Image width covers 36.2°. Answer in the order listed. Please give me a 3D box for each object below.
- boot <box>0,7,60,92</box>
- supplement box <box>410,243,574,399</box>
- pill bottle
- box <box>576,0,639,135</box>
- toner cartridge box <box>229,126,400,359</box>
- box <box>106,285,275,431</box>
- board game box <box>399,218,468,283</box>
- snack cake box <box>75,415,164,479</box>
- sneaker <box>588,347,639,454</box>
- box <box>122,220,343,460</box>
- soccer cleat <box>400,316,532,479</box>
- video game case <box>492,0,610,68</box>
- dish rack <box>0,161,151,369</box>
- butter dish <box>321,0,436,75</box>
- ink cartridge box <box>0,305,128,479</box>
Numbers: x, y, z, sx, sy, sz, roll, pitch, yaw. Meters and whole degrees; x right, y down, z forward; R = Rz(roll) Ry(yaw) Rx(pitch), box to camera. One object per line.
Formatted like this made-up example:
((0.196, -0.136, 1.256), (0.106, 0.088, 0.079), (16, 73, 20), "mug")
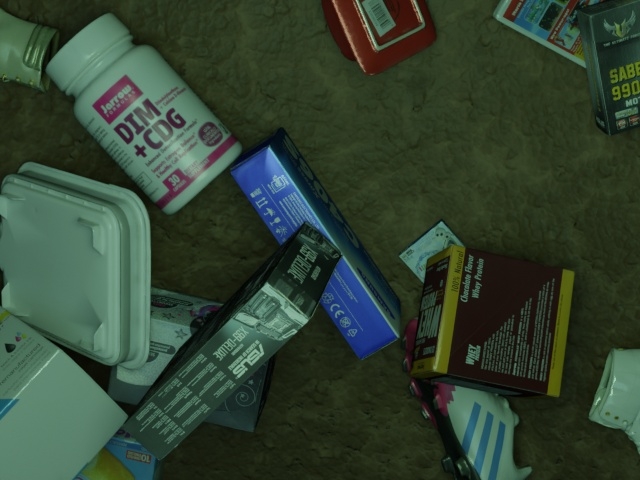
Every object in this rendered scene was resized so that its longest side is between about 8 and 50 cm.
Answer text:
((-0.506, -0.257, 1.521), (0.165, 0.077, 0.213), (22, 105, -3), "boot")
((0.256, 0.126, 1.474), (0.194, 0.129, 0.191), (12, 77, -8), "supplement box")
((-0.265, -0.190, 1.471), (0.160, 0.160, 0.283), (-40, 99, 15), "pill bottle")
((0.494, -0.271, 1.388), (0.231, 0.056, 0.183), (-17, 115, -1), "box")
((0.000, 0.000, 1.499), (0.075, 0.165, 0.348), (-32, 102, 14), "toner cartridge box")
((-0.200, 0.186, 1.586), (0.247, 0.142, 0.163), (13, 108, 2), "box")
((0.188, 0.027, 1.562), (0.090, 0.020, 0.090), (-40, 99, 15), "board game box")
((-0.406, 0.374, 1.691), (0.264, 0.089, 0.152), (12, 106, 3), "snack cake box")
((0.515, 0.309, 1.576), (0.169, 0.108, 0.292), (2, 97, 7), "sneaker")
((-0.115, 0.131, 1.347), (0.076, 0.242, 0.307), (43, 111, -6), "box")
((0.240, 0.265, 1.595), (0.143, 0.116, 0.331), (-22, 95, -21), "soccer cleat")
((0.415, -0.344, 1.391), (0.285, 0.025, 0.204), (24, 108, -17), "video game case")
((-0.397, 0.041, 1.513), (0.333, 0.072, 0.285), (17, 112, 37), "dish rack")
((0.065, -0.329, 1.426), (0.160, 0.118, 0.160), (-32, 106, -31), "butter dish")
((-0.483, 0.244, 1.510), (0.198, 0.270, 0.197), (-49, 135, -19), "ink cartridge box")
